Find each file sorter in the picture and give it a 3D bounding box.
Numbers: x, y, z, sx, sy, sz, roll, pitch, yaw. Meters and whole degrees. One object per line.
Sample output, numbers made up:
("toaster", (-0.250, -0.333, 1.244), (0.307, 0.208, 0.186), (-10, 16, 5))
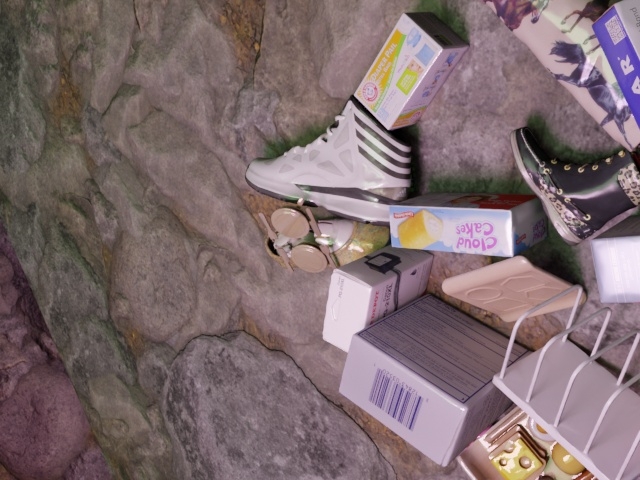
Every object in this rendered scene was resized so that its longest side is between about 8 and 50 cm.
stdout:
("file sorter", (0.474, 0.237, 1.230), (0.277, 0.192, 0.173), (43, 143, 39))

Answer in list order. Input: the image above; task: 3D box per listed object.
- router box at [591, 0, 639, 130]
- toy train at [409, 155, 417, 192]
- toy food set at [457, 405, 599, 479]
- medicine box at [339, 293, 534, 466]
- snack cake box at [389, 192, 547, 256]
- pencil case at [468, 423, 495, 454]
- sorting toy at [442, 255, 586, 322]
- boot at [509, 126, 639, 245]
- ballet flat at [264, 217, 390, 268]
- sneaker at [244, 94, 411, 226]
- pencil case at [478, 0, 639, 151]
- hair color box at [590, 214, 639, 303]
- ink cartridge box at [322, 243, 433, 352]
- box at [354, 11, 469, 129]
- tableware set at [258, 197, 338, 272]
("router box", (0.588, -0.218, 0.990), (0.082, 0.301, 0.336), (114, 131, -86))
("toy train", (0.189, -0.142, 1.538), (0.023, 0.017, 0.083), (1, 105, 52))
("toy food set", (0.445, 0.420, 1.399), (0.306, 0.092, 0.220), (-46, 72, 18))
("medicine box", (0.233, 0.263, 1.447), (0.263, 0.289, 0.149), (30, 121, 31))
("snack cake box", (0.284, -0.037, 1.397), (0.264, 0.152, 0.089), (5, 105, 41))
("pencil case", (0.295, 0.395, 1.574), (0.209, 0.095, 0.098), (38, 95, 27))
("sorting toy", (0.366, 0.090, 1.366), (0.193, 0.208, 0.038), (-23, 51, 43))
("boot", (0.458, -0.129, 1.266), (0.178, 0.085, 0.236), (-33, 83, 39))
("ballet flat", (0.000, 0.000, 1.670), (0.348, 0.123, 0.123), (-9, 98, 45))
("sneaker", (0.026, -0.197, 1.603), (0.447, 0.169, 0.258), (17, 100, 38))
("pencil case", (0.436, -0.321, 1.155), (0.410, 0.183, 0.160), (50, 138, 14))
("hair color box", (0.630, 0.014, 1.085), (0.374, 0.185, 0.114), (-7, 99, 42))
("ink cartridge box", (0.124, 0.119, 1.530), (0.100, 0.237, 0.172), (26, 120, 33))
("box", (0.176, -0.333, 1.426), (0.114, 0.103, 0.203), (48, 130, 19))
("tableware set", (-0.042, -0.007, 1.591), (0.128, 0.039, 0.194), (-3, 132, 27))
